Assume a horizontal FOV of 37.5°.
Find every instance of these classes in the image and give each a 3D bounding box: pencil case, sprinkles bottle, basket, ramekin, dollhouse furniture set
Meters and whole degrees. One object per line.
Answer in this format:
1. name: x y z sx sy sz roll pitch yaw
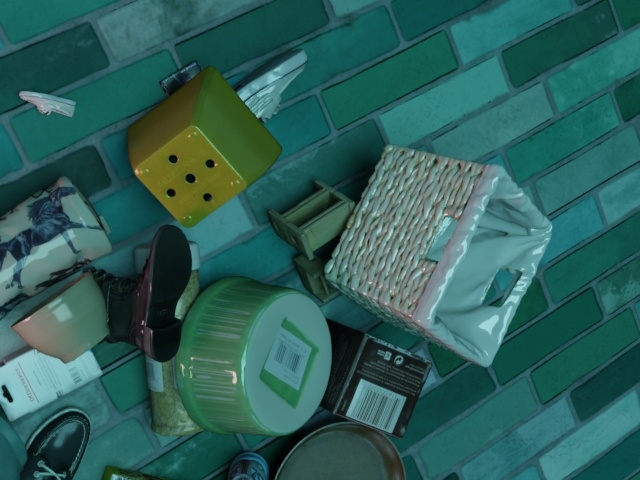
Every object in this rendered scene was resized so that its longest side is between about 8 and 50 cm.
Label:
1. pencil case: -0.546 0.056 1.616 0.410 0.183 0.160 -37 80 -17
2. sprinkles bottle: -0.274 0.180 1.767 0.121 0.121 0.355 -7 98 -23
3. basket: 0.237 0.028 1.845 0.331 0.266 0.328 36 79 -52
4. ramekin: -0.112 0.220 1.759 0.303 0.148 0.303 -3 94 -53
5. dollhouse furniture set: 0.000 0.000 1.887 0.129 0.129 0.183 -34 131 -18

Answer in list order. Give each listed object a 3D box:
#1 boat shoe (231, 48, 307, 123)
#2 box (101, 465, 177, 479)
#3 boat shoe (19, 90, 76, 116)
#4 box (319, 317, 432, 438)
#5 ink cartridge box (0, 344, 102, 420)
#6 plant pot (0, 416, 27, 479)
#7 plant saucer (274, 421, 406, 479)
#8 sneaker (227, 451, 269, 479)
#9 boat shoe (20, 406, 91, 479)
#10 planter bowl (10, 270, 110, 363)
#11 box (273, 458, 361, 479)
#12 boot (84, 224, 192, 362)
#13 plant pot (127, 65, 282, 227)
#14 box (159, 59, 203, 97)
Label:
1. boat shoe: -0.123 -0.265 1.807 0.267 0.096 0.088 -40 113 -14
2. box: -0.311 0.504 1.817 0.232 0.058 0.087 18 88 -25
3. boat shoe: -0.487 -0.241 1.680 0.100 0.035 0.035 11 88 -31
4. box: 0.082 0.273 1.889 0.169 0.203 0.167 25 85 -24
5. ink cartridge box: -0.501 0.236 1.704 0.180 0.060 0.104 -27 104 -20
6. plant pot: -0.619 0.383 1.571 0.293 0.293 0.196 55 46 -18
7. plant saucer: 0.031 0.517 1.927 0.311 0.050 0.310 -3 97 -25
8. sneaker: -0.151 0.557 1.846 0.104 0.125 0.261 -4 93 4
9. boat shoe: -0.508 0.446 1.704 0.114 0.091 0.302 32 82 -23
10. planter bowl: -0.433 0.143 1.627 0.162 0.162 0.109 -37 101 -16
11. box: -0.014 0.549 1.960 0.184 0.045 0.190 6 93 -23
12. boot: -0.344 0.084 1.672 0.091 0.229 0.262 -2 103 -51
13. plant pot: -0.217 -0.145 1.679 0.212 0.187 0.212 -34 112 18
14. box: -0.253 -0.293 1.786 0.083 0.018 0.067 -34 107 -18
